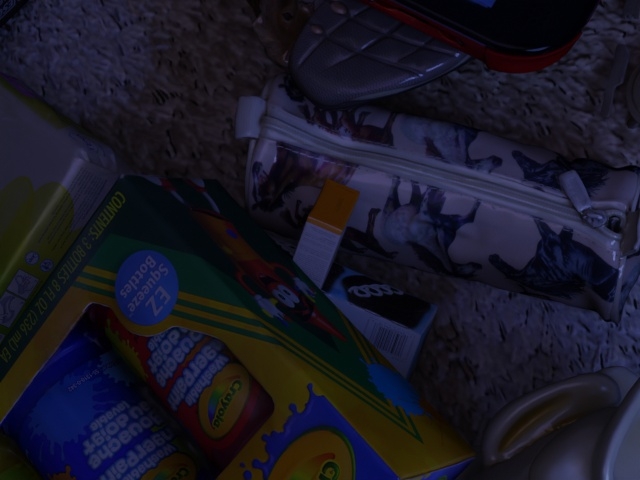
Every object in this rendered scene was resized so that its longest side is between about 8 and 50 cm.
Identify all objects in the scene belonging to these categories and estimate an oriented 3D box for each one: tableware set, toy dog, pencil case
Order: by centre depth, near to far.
[{"bbox_3d":[0.213,0.292,1.266,0.284,0.408,0.395,46,71,-11],"label":"toy dog"},{"bbox_3d":[0.118,-0.046,1.387,0.410,0.183,0.160,15,67,10],"label":"pencil case"},{"bbox_3d":[0.362,-0.199,1.419,0.128,0.039,0.194,11,83,39],"label":"tableware set"}]

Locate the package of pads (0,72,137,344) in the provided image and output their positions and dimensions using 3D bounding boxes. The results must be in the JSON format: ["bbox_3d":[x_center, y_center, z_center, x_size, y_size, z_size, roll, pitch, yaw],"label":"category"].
[{"bbox_3d":[-0.322,-0.037,1.430,0.296,0.101,0.229,36,95,45],"label":"package of pads"}]

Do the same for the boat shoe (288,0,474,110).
[{"bbox_3d":[0.131,-0.217,1.383,0.355,0.130,0.132,-30,70,-12],"label":"boat shoe"}]

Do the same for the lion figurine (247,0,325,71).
[{"bbox_3d":[-0.085,-0.352,1.469,0.392,0.142,0.240,36,100,21],"label":"lion figurine"}]

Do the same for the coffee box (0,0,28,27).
[{"bbox_3d":[-0.457,-0.326,1.483,0.297,0.119,0.168,30,54,9],"label":"coffee box"}]

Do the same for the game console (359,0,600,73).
[{"bbox_3d":[0.119,-0.357,1.332,0.386,0.060,0.342,28,73,11],"label":"game console"}]

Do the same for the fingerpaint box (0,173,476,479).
[{"bbox_3d":[-0.147,0.226,1.281,0.371,0.163,0.445,46,111,21],"label":"fingerpaint box"}]

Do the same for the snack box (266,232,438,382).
[{"bbox_3d":[-0.062,0.087,1.429,0.322,0.060,0.187,23,125,9],"label":"snack box"}]

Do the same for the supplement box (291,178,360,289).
[{"bbox_3d":[0.000,0.000,1.321,0.036,0.062,0.098,22,132,2],"label":"supplement box"}]
